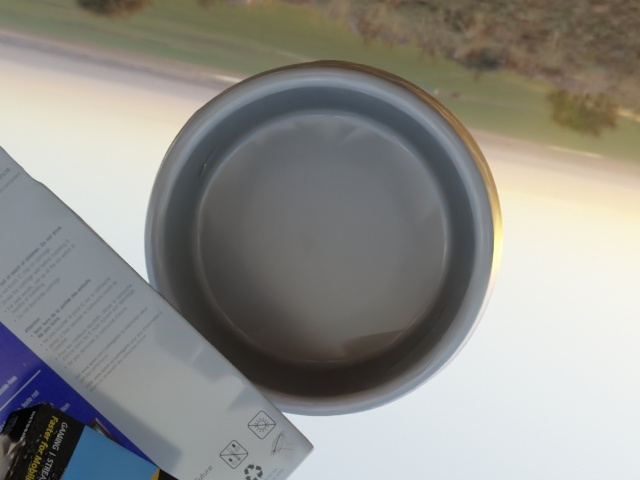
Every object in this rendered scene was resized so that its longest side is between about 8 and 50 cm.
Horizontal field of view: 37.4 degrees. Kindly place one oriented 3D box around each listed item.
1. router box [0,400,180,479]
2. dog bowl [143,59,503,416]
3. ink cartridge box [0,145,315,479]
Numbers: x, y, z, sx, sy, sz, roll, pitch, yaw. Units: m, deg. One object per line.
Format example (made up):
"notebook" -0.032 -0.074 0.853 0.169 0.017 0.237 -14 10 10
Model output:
"router box" -0.157 0.207 0.565 0.046 0.178 0.133 -20 132 39
"dog bowl" 0.000 0.000 0.865 0.349 0.348 0.102 11 -177 1
"ink cartridge box" -0.176 0.097 0.696 0.332 0.165 0.065 47 171 -13
